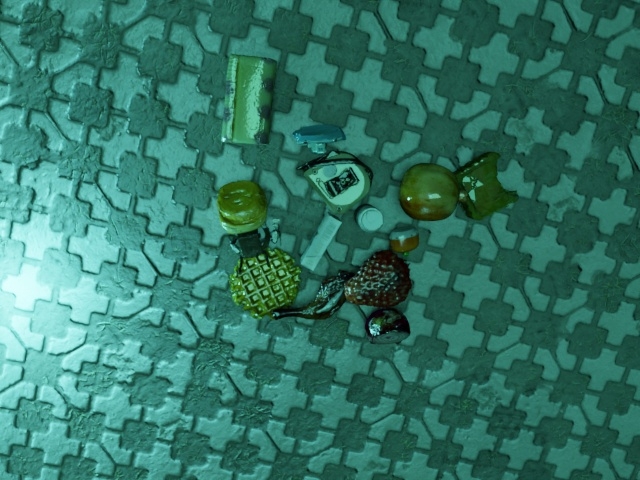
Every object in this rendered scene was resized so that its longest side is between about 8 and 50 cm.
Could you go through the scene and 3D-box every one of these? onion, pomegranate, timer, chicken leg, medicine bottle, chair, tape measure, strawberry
[{"bbox_3d":[0.302,0.383,2.008,0.195,0.139,0.218,-30,141,21],"label":"onion"},{"bbox_3d":[0.453,-0.188,1.844,0.271,0.252,0.228,10,83,16],"label":"pomegranate"},{"bbox_3d":[0.356,0.009,1.956,0.136,0.099,0.136,-2,108,-7],"label":"timer"},{"bbox_3d":[-0.009,0.265,1.963,0.407,0.096,0.157,-26,100,-7],"label":"chicken leg"},{"bbox_3d":[0.196,-0.094,1.893,0.105,0.168,0.104,-1,100,-3],"label":"medicine bottle"},{"bbox_3d":[-0.291,0.006,1.896,0.175,0.213,0.149,-13,122,0],"label":"chair"},{"bbox_3d":[0.073,-0.266,1.879,0.231,0.133,0.271,-40,97,5],"label":"tape measure"},{"bbox_3d":[0.258,0.164,1.919,0.281,0.150,0.253,8,94,-24],"label":"strawberry"}]

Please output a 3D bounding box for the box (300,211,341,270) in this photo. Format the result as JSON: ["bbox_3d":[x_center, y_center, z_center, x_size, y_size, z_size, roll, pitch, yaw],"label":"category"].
[{"bbox_3d":[0.000,0.001,1.911,0.067,0.149,0.233,30,98,-4],"label":"box"}]

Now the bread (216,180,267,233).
[{"bbox_3d":[-0.311,-0.139,1.845,0.199,0.120,0.236,-10,57,-3],"label":"bread"}]

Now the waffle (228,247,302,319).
[{"bbox_3d":[-0.238,0.184,1.975,0.302,0.068,0.324,20,93,-8],"label":"waffle"}]

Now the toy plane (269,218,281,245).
[{"bbox_3d":[-0.192,-0.033,1.958,0.049,0.031,0.120,-6,103,-7],"label":"toy plane"}]

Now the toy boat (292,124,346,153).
[{"bbox_3d":[-0.003,-0.411,1.883,0.215,0.088,0.102,-7,135,-2],"label":"toy boat"}]

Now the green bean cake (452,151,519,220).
[{"bbox_3d":[0.682,-0.225,1.913,0.233,0.124,0.236,-31,99,3],"label":"green bean cake"}]

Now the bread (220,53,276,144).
[{"bbox_3d":[-0.279,-0.545,1.801,0.187,0.155,0.338,8,102,4],"label":"bread"}]
